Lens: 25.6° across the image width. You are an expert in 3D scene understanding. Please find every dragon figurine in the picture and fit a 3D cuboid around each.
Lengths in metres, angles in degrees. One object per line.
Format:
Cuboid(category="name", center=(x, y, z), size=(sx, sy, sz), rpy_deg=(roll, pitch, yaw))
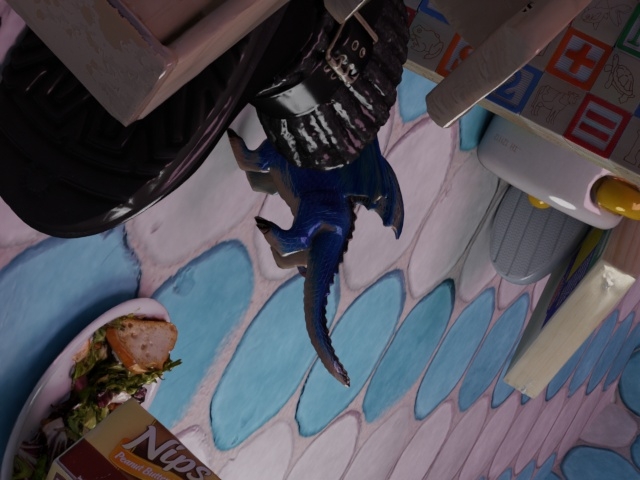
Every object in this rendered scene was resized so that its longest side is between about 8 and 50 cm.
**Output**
Cuboid(category="dragon figurine", center=(0.018, -0.042, 1.106), size=(0.144, 0.289, 0.085), rpy_deg=(-20, 152, 2))

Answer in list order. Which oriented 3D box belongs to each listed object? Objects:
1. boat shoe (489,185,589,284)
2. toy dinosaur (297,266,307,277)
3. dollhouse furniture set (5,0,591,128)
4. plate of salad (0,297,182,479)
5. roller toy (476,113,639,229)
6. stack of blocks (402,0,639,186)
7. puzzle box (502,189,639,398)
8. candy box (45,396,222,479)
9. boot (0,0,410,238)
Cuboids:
Cuboid(category="boat shoe", center=(0.345, -0.080, 1.920), size=(0.335, 0.121, 0.119), rpy_deg=(-60, 155, -7))
Cuboid(category="toy dinosaur", center=(0.000, 0.000, 1.350), size=(0.090, 0.047, 0.082), rpy_deg=(-59, -179, -33))
Cuboid(category="dollhouse furniture set", center=(0.009, -0.252, 0.615), size=(0.256, 0.362, 0.394), rpy_deg=(-44, -178, -33))
Cuboid(category="plate of salad", center=(-0.175, 0.137, 1.113), size=(0.200, 0.048, 0.200), rpy_deg=(-49, 157, -28))
Cuboid(category="roller toy", center=(0.292, -0.103, 1.660), size=(0.146, 0.209, 0.191), rpy_deg=(-63, -177, 10))
Cuboid(category="stack of blocks", center=(0.202, -0.181, 1.204), size=(0.171, 0.297, 0.087), rpy_deg=(-62, 157, 3))
Cuboid(category="puzzle box", center=(0.380, -0.004, 1.872), size=(0.409, 0.052, 0.272), rpy_deg=(-57, 178, -44))
Cuboid(category="candy box", center=(-0.143, 0.277, 1.076), size=(0.087, 0.183, 0.316), rpy_deg=(-39, 166, -40))
Cuboid(category="boot", center=(-0.057, -0.106, 0.942), size=(0.348, 0.131, 0.260), rpy_deg=(-55, 159, -16))
